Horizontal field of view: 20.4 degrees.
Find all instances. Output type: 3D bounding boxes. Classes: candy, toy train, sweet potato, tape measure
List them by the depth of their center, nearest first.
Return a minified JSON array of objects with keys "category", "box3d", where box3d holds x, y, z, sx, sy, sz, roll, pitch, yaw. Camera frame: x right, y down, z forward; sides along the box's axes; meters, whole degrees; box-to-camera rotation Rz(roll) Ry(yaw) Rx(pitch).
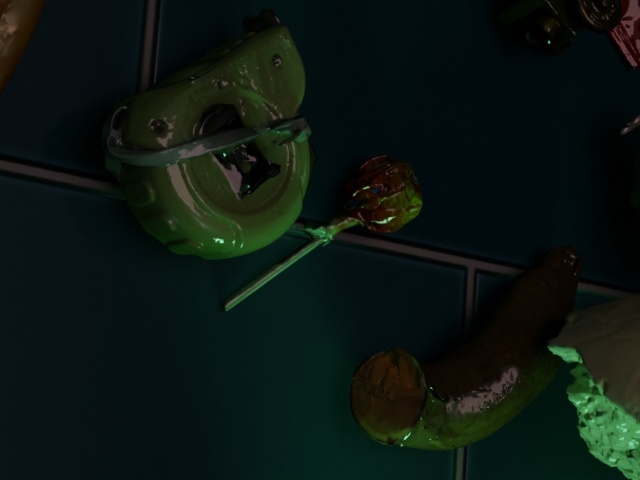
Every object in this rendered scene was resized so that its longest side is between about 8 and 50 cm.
[{"category":"tape measure","box3d":[-0.075,-0.064,1.296,0.177,0.087,0.154,-32,105,-34]},{"category":"candy","box3d":[0.000,0.000,1.378,0.201,0.060,0.060,-34,106,-28]},{"category":"sweet potato","box3d":[0.138,0.088,1.444,0.286,0.085,0.112,-35,102,-36]},{"category":"toy train","box3d":[0.227,-0.263,1.556,0.137,0.090,0.225,50,59,-11]}]

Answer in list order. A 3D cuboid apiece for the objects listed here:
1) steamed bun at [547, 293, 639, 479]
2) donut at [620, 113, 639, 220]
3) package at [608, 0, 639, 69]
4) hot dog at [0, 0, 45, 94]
[{"category":"steamed bun","box3d":[0.288,0.137,1.449,0.225,0.200,0.170,28,55,-52]},{"category":"donut","box3d":[0.468,-0.021,1.605,0.371,0.307,0.150,-9,127,-40]},{"category":"package","box3d":[0.327,-0.247,1.672,0.200,0.022,0.083,-44,111,-31]},{"category":"hot dog","box3d":[-0.249,-0.126,1.176,0.102,0.076,0.249,22,65,5]}]
